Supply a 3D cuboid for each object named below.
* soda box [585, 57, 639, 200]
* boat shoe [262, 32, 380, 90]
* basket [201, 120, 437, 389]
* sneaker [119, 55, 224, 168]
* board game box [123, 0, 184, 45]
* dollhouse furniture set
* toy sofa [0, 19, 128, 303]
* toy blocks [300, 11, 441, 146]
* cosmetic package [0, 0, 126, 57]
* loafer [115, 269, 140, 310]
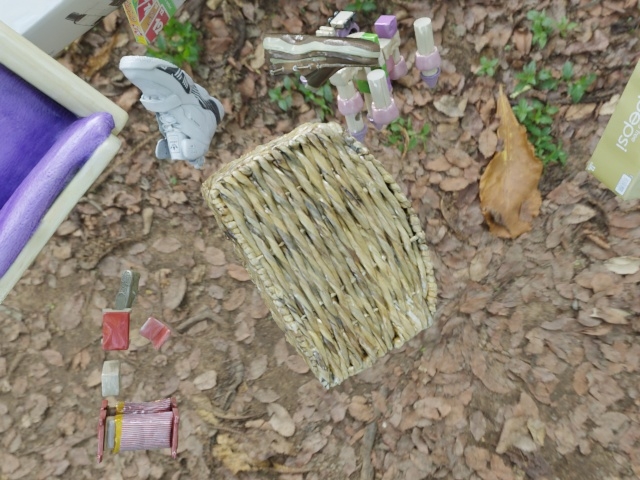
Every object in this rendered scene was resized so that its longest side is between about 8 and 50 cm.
[{"bbox_3d":[0.317,-0.127,0.488,0.061,0.181,0.058,-7,43,-18],"label":"soda box"},{"bbox_3d":[0.000,-0.322,0.987,0.257,0.095,0.095,23,121,40],"label":"boat shoe"},{"bbox_3d":[0.000,0.000,0.732,0.214,0.223,0.299,-32,102,-10],"label":"basket"},{"bbox_3d":[-0.409,-0.341,1.488,0.137,0.366,0.210,6,79,28],"label":"sneaker"},{"bbox_3d":[-0.320,-0.543,1.135,0.039,0.124,0.259,20,65,9],"label":"board game box"},{"bbox_3d":[-0.478,0.374,1.436,0.201,0.152,0.374,1,96,-19],"label":"dollhouse furniture set"},{"bbox_3d":[-0.334,-0.008,0.458,0.150,0.177,0.362,37,86,-28],"label":"toy sofa"},{"bbox_3d":[0.128,-0.407,1.425,0.309,0.260,0.288,21,61,34],"label":"toy blocks"},{"bbox_3d":[-0.312,-0.284,0.646,0.239,0.099,0.060,-27,96,18],"label":"cosmetic package"},{"bbox_3d":[-0.555,0.153,1.579,0.056,0.050,0.148,32,111,29],"label":"loafer"}]
